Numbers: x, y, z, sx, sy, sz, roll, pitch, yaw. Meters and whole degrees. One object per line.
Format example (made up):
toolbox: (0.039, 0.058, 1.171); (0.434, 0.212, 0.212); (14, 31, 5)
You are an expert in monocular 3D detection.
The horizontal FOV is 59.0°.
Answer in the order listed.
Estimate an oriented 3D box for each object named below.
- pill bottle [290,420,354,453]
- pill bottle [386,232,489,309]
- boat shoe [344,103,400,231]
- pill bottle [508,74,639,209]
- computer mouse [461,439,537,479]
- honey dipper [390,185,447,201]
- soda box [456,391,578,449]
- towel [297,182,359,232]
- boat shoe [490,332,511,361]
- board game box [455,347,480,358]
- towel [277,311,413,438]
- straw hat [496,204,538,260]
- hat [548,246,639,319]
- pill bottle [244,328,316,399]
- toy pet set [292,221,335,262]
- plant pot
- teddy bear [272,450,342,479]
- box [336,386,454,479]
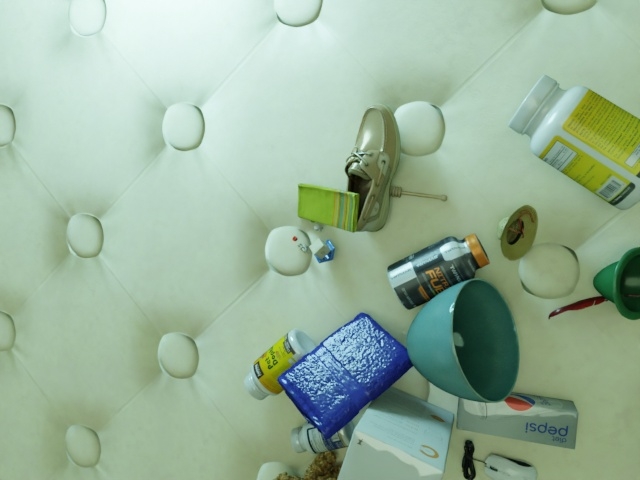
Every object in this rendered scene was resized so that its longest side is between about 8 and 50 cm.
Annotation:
pill bottle: (0.005, 0.548, 1.597); (0.169, 0.094, 0.094); (-19, 88, 17)
pill bottle: (0.306, 0.072, 1.456); (0.245, 0.130, 0.131); (-28, 85, 17)
boat shoe: (0.127, -0.190, 1.484); (0.121, 0.110, 0.341); (9, 98, 44)
pill bottle: (0.618, -0.236, 1.311); (0.334, 0.188, 0.188); (37, 103, 11)
computer mouse: (0.470, 0.599, 1.486); (0.192, 0.042, 0.106); (9, 95, 16)
honey dipper: (0.258, -0.124, 1.511); (0.160, 0.030, 0.031); (7, 96, 14)
soda box: (0.496, 0.446, 1.443); (0.286, 0.091, 0.098); (5, 95, 16)
towel: (0.014, -0.092, 1.523); (0.237, 0.021, 0.102); (17, 107, 47)
boat shoe: (0.463, 0.282, 1.476); (0.035, 0.035, 0.100); (41, 110, 39)
board game box: (0.380, 0.331, 1.508); (0.090, 0.020, 0.090); (0, 92, 17)
towel: (0.067, 0.348, 1.474); (0.308, 0.076, 0.227); (-36, 48, -15)
straw hat: (0.481, -0.026, 1.429); (0.061, 0.144, 0.145); (28, 104, 52)
hat: (0.698, 0.100, 1.396); (0.208, 0.183, 0.173); (-14, 98, -24)
pill bottle: (-0.115, 0.358, 1.608); (0.215, 0.117, 0.117); (-42, 81, 15)
toy pet set: (0.000, 0.000, 1.593); (0.122, 0.065, 0.114); (-44, 46, 12)
plant pot: (0.330, 0.252, 1.397); (0.195, 0.290, 0.290); (-18, 88, 45)
teddy bear: (0.029, 0.718, 1.607); (0.338, 0.113, 0.245); (-33, 91, 9)
box: (0.195, 0.521, 1.407); (0.214, 0.345, 0.168); (21, 99, 15)
